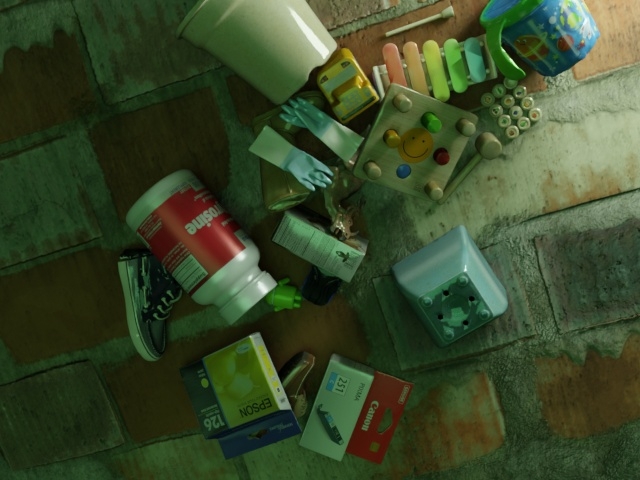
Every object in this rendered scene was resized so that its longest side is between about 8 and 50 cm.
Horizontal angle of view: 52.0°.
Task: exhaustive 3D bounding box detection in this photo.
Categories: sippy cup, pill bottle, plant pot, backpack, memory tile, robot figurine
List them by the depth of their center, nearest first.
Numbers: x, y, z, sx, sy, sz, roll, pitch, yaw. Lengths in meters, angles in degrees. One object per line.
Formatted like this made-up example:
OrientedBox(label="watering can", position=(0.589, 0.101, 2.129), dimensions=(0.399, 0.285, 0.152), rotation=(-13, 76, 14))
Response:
OrientedBox(label="sippy cup", position=(0.548, -0.532, 1.603), dimensions=(0.305, 0.240, 0.224), rotation=(-41, 110, 20))
OrientedBox(label="plant pot", position=(-0.138, -0.520, 1.646), dimensions=(0.334, 0.334, 0.305), rotation=(-43, 105, 13))
OrientedBox(label="memory tile", position=(0.508, -0.354, 1.747), dimensions=(0.113, 0.012, 0.148), rotation=(-37, 95, 12))
OrientedBox(label="plant pot", position=(0.349, 0.145, 1.749), dimensions=(0.247, 0.252, 0.247), rotation=(-33, 97, 12))
OrientedBox(label="pill bottle", position=(-0.315, 0.024, 1.795), dimensions=(0.229, 0.229, 0.408), rotation=(-41, 91, 13))
OrientedBox(label="backpack", position=(0.008, 0.120, 1.858), dimensions=(0.098, 0.101, 0.120), rotation=(28, 112, 6))
OrientedBox(label="robot figurine", position=(-0.109, 0.160, 1.897), dimensions=(0.115, 0.067, 0.101), rotation=(10, 115, 4))

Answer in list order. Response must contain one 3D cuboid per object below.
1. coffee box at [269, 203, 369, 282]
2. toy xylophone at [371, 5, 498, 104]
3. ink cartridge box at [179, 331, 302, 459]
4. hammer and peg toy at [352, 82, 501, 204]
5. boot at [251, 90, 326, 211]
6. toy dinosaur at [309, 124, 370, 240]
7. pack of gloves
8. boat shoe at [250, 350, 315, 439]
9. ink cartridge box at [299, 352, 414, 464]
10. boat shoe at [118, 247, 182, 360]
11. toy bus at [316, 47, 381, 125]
OrientedBox(label="coffee box", position=(0.000, 0.000, 1.813), dimensions=(0.246, 0.141, 0.098), rotation=(28, 107, 1))
OrientedBox(label="toy xylophone", position=(0.285, -0.465, 1.712), dimensions=(0.322, 0.081, 0.236), rotation=(-23, 98, 10))
OrientedBox(label="ink cartridge box", position=(-0.240, 0.460, 1.896), dimensions=(0.303, 0.072, 0.307), rotation=(-28, 79, 27))
OrientedBox(label="hammer and peg toy", position=(0.286, -0.222, 1.689), dimensions=(0.361, 0.127, 0.266), rotation=(17, 112, -18))
OrientedBox(label="boot", position=(-0.064, -0.234, 1.734), dimensions=(0.236, 0.089, 0.270), rotation=(-24, 64, 21))
OrientedBox(label="toy dinosaur", position=(0.075, -0.162, 1.787), dimensions=(0.200, 0.127, 0.296), rotation=(35, 88, -12))
OrientedBox(label="pack of gloves", position=(-0.036, -0.251, 1.666), dimensions=(0.232, 0.046, 0.195), rotation=(34, 79, 7))
OrientedBox(label="boat shoe", position=(-0.097, 0.470, 1.945), dimensions=(0.120, 0.122, 0.324), rotation=(31, 112, -6))
OrientedBox(label="ink cartridge box", position=(0.106, 0.516, 1.951), dimensions=(0.261, 0.066, 0.296), rotation=(20, 104, 3))
OrientedBox(label="boat shoe", position=(-0.471, 0.183, 1.908), dimensions=(0.158, 0.127, 0.341), rotation=(-9, 100, 16))
OrientedBox(label="toy bus", position=(0.063, -0.387, 1.622), dimensions=(0.108, 0.333, 0.130), rotation=(-32, 107, 11))
